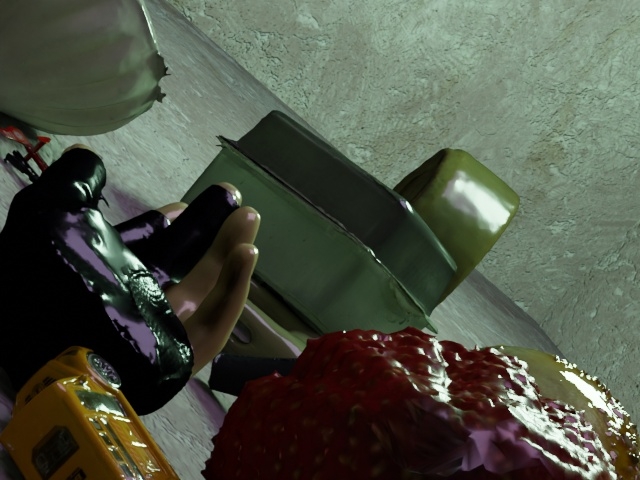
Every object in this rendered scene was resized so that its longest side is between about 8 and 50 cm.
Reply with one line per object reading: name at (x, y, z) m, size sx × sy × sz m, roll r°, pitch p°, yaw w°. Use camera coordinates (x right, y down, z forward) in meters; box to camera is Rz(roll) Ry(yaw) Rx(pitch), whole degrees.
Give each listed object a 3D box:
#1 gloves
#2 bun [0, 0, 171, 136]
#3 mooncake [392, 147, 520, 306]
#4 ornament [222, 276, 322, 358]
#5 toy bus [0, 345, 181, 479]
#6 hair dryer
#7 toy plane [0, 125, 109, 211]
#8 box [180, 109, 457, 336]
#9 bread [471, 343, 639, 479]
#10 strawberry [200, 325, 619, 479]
gloves at (-0.147, 0.020, 1.114) m, size 0.197 × 0.152 × 0.301 m, roll 51°, pitch 33°, yaw -1°
bun at (-0.297, -0.202, 1.525) m, size 0.263 × 0.175 × 0.263 m, roll 39°, pitch -32°, yaw 31°
mooncake at (0.157, -0.012, 2.325) m, size 0.155 × 0.284 × 0.284 m, roll 44°, pitch 8°, yaw -6°
ornament at (-0.014, 0.129, 1.556) m, size 0.245 × 0.061 × 0.230 m, roll 43°, pitch 6°, yaw 9°
toy bus at (-0.136, 0.136, 0.914) m, size 0.162 × 0.069 × 0.074 m, roll 50°, pitch 12°, yaw 28°
hair dryer at (0.002, 0.164, 1.412) m, size 0.196 × 0.075 × 0.219 m, roll 11°, pitch -23°, yaw 7°
toy plane at (-0.245, -0.052, 1.418) m, size 0.145 × 0.037 × 0.060 m, roll 51°, pitch 20°, yaw 12°
box at (0.000, 0.000, 1.700) m, size 0.290 × 0.166 × 0.220 m, roll 38°, pitch -6°, yaw 37°
bread at (0.165, 0.223, 1.199) m, size 0.159 × 0.305 × 0.305 m, roll 0°, pitch 23°, yaw -12°
strawberry at (0.047, 0.156, 0.931) m, size 0.238 × 0.250 × 0.288 m, roll 49°, pitch -11°, yaw 16°
